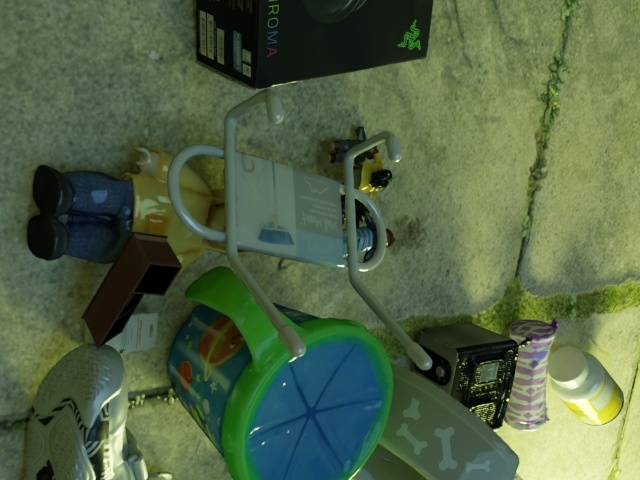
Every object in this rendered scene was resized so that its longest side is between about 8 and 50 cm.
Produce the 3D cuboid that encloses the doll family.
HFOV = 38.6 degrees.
[{"bbox_3d":[0.054,-0.056,1.255,0.111,0.076,0.192,-8,116,-43],"label":"doll family"}]

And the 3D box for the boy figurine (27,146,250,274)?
[{"bbox_3d":[-0.187,-0.016,1.050,0.285,0.092,0.177,5,100,-38],"label":"boy figurine"}]

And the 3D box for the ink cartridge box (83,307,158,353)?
[{"bbox_3d":[-0.239,0.108,1.093,0.083,0.028,0.048,-5,109,-39],"label":"ink cartridge box"}]

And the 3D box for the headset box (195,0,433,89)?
[{"bbox_3d":[0.007,-0.325,1.053,0.283,0.131,0.246,-17,124,-35],"label":"headset box"}]

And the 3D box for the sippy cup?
[{"bbox_3d":[-0.068,0.176,1.132,0.240,0.224,0.305,-3,108,-39],"label":"sippy cup"}]

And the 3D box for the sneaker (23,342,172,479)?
[{"bbox_3d":[-0.237,0.285,1.095,0.210,0.137,0.365,0,111,-41],"label":"sneaker"}]

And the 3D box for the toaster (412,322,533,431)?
[{"bbox_3d":[0.232,0.227,1.483,0.186,0.110,0.168,-3,109,-39],"label":"toaster"}]

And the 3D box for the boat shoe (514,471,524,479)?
[{"bbox_3d":[0.279,0.447,1.630,0.226,0.076,0.083,-14,114,-36],"label":"boat shoe"}]

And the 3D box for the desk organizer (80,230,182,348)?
[{"bbox_3d":[-0.206,0.056,0.993,0.047,0.050,0.130,10,124,-44],"label":"desk organizer"}]

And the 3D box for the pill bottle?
[{"bbox_3d":[0.499,0.274,1.733,0.103,0.103,0.184,-55,132,-10],"label":"pill bottle"}]

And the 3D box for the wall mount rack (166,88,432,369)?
[{"bbox_3d":[0.000,0.000,1.047,0.350,0.130,0.304,12,67,-43],"label":"wall mount rack"}]

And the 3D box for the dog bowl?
[{"bbox_3d":[0.146,0.322,1.300,0.102,0.349,0.348,-47,130,-23],"label":"dog bowl"}]

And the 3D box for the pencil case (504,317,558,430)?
[{"bbox_3d":[0.372,0.240,1.621,0.088,0.086,0.206,-3,113,-4],"label":"pencil case"}]
